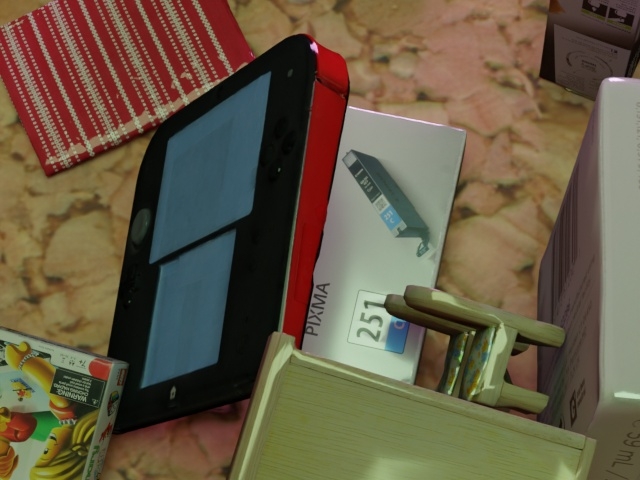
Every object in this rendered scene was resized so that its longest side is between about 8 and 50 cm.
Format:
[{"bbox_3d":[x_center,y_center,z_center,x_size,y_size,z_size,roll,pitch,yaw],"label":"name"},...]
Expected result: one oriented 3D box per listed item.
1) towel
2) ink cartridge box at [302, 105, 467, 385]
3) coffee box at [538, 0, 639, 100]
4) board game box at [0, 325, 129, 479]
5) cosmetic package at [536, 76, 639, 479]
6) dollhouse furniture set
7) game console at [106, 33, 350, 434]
[{"bbox_3d":[-0.223,-0.210,1.686,0.275,0.031,0.199,-26,72,-5],"label":"towel"},{"bbox_3d":[0.000,0.000,1.573,0.261,0.066,0.296,11,70,6],"label":"ink cartridge box"},{"bbox_3d":[0.306,-0.265,1.558,0.098,0.246,0.141,23,71,13],"label":"coffee box"},{"bbox_3d":[-0.362,0.176,1.494,0.305,0.053,0.193,14,88,14],"label":"board game box"},{"bbox_3d":[0.412,0.091,1.327,0.394,0.329,0.327,6,57,1],"label":"cosmetic package"},{"bbox_3d":[0.044,0.210,1.274,0.256,0.394,0.362,18,82,-3],"label":"dollhouse furniture set"},{"bbox_3d":[-0.106,0.002,1.434,0.060,0.386,0.342,21,67,-25],"label":"game console"}]
